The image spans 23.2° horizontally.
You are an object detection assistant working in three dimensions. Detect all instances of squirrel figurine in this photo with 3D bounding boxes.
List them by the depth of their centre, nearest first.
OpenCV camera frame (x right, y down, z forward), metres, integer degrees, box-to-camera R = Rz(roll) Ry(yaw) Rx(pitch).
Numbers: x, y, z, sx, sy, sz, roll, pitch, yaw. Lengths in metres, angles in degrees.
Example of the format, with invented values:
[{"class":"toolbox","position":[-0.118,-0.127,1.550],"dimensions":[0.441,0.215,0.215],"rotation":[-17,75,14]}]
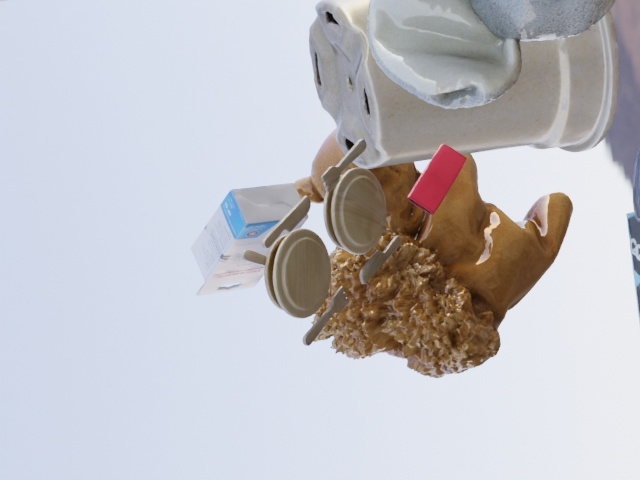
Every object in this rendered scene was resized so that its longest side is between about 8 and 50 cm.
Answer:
[{"class":"squirrel figurine","position":[0.132,0.001,2.368],"dimensions":[0.370,0.281,0.397],"rotation":[41,-130,-21]}]

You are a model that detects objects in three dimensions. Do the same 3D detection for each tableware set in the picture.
[{"class":"tableware set","position":[0.000,0.000,1.525],"dimensions":[0.194,0.039,0.128],"rotation":[-47,-54,-40]}]

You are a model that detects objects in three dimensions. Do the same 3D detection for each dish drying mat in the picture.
[{"class":"dish drying mat","position":[0.117,-0.062,1.566],"dimensions":[0.083,0.032,0.008],"rotation":[-57,2,-34]}]

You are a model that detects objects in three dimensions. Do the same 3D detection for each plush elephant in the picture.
[{"class":"plush elephant","position":[0.132,-0.247,1.105],"dimensions":[0.255,0.272,0.330],"rotation":[45,165,4]}]

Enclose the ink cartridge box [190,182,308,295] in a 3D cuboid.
[{"class":"ink cartridge box","position":[-0.105,-0.001,2.115],"dimensions":[0.104,0.180,0.060],"rotation":[-8,-119,-35]}]

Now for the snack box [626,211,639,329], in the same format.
[{"class":"snack box","position":[0.490,0.126,2.142],"dimensions":[0.187,0.060,0.322],"rotation":[14,-111,-62]}]

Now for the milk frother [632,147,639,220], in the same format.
[{"class":"milk frother","position":[0.414,-0.052,1.651],"dimensions":[0.143,0.135,0.129],"rotation":[95,177,-64]}]

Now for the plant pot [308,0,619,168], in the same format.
[{"class":"plant pot","position":[0.164,-0.233,1.988],"dimensions":[0.334,0.305,0.333],"rotation":[163,90,-74]}]
